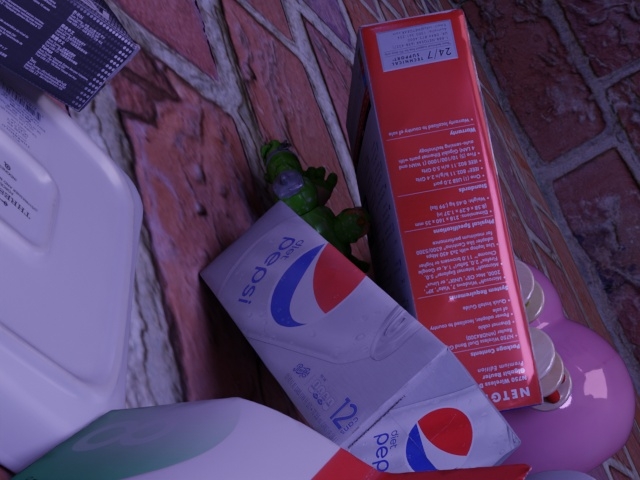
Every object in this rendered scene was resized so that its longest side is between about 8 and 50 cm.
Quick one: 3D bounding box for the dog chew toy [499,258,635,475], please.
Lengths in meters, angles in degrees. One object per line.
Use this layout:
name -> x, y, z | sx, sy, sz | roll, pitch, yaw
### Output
dog chew toy -> 0.198, 0.114, 1.130 | 0.332, 0.206, 0.206 | 58, 18, 14

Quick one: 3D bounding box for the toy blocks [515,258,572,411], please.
toy blocks -> 0.200, 0.097, 0.960 | 0.148, 0.054, 0.123 | 46, 29, -58

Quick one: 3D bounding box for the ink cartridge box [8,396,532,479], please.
ink cartridge box -> -0.046, 0.115, 0.411 | 0.181, 0.224, 0.056 | -30, 105, -62

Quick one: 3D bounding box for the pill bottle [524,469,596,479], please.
pill bottle -> 0.240, 0.393, 0.774 | 0.408, 0.229, 0.229 | 58, 19, -8

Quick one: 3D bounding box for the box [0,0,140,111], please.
box -> -0.246, -0.206, 0.561 | 0.216, 0.060, 0.270 | 51, 11, 34

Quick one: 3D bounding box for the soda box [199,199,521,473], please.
soda box -> 0.012, 0.072, 0.696 | 0.098, 0.091, 0.286 | 50, -4, -28

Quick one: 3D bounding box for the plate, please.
plate -> -0.189, -0.024, 0.561 | 0.277, 0.045, 0.278 | 46, 23, -35

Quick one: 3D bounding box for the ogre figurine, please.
ogre figurine -> 0.000, 0.000, 0.943 | 0.118, 0.096, 0.197 | -90, 172, -83

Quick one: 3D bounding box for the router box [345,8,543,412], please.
router box -> 0.092, -0.003, 0.896 | 0.335, 0.082, 0.301 | 95, -15, -84
